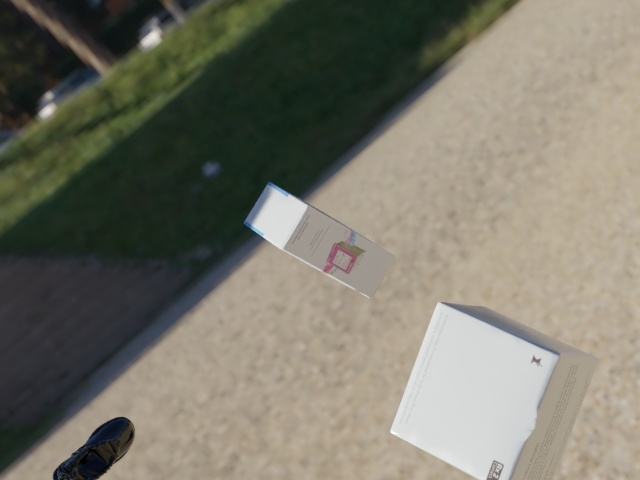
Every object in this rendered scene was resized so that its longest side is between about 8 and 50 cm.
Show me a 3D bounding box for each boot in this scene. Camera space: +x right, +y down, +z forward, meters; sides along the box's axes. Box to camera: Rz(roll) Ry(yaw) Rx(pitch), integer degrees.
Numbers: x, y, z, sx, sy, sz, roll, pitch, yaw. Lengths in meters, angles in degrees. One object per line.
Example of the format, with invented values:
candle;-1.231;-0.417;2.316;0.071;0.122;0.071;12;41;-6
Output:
boot;-0.245;0.236;1.851;0.121;0.045;0.099;-38;2;-26

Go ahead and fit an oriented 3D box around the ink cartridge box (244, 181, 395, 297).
ink cartridge box;0.000;0.000;1.625;0.052;0.122;0.088;-58;34;1

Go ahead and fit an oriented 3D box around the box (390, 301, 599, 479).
box;0.212;0.190;2.023;0.119;0.182;0.181;11;-78;-56
